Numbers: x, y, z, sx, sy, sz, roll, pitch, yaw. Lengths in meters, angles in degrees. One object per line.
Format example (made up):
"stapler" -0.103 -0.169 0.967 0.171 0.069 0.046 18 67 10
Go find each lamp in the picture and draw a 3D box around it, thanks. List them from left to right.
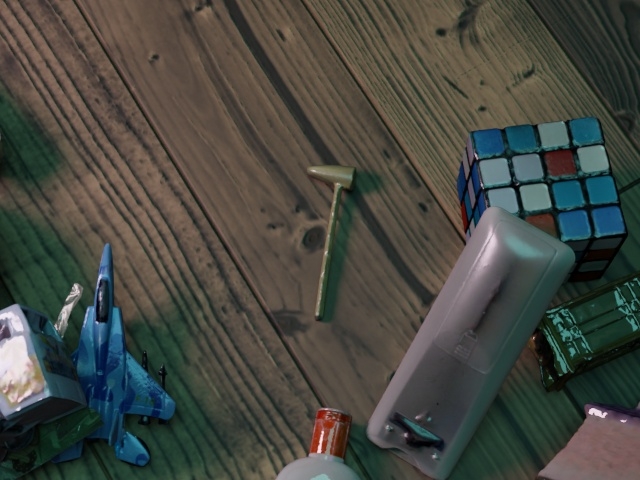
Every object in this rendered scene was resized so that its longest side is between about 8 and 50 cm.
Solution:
"lamp" 0.393 0.067 1.578 0.325 0.089 0.090 -23 72 -10

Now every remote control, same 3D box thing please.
"remote control" 0.156 0.118 1.484 0.109 0.055 0.313 30 109 9

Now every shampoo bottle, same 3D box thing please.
"shampoo bottle" -0.004 0.295 1.505 0.108 0.051 0.220 9 70 5

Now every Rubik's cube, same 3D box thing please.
"Rubik's cube" 0.249 -0.038 1.578 0.154 0.155 0.151 -7 70 -5

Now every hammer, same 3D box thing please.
"hammer" 0.000 0.000 1.629 0.060 0.028 0.195 7 71 7

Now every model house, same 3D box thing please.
"model house" 0.387 0.281 1.461 0.237 0.202 0.237 9 38 39

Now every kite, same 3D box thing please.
"kite" -0.323 0.161 1.521 0.229 0.012 0.250 21 84 30

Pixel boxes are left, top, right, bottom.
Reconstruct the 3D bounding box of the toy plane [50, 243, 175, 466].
"toy plane" -0.245 0.128 1.541 0.169 0.078 0.246 1 78 1

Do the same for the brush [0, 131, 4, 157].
"brush" -0.476 -0.195 1.678 0.070 0.065 0.327 -35 65 -7

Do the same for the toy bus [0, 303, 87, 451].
"toy bus" -0.424 0.190 1.465 0.330 0.109 0.136 -24 74 7
